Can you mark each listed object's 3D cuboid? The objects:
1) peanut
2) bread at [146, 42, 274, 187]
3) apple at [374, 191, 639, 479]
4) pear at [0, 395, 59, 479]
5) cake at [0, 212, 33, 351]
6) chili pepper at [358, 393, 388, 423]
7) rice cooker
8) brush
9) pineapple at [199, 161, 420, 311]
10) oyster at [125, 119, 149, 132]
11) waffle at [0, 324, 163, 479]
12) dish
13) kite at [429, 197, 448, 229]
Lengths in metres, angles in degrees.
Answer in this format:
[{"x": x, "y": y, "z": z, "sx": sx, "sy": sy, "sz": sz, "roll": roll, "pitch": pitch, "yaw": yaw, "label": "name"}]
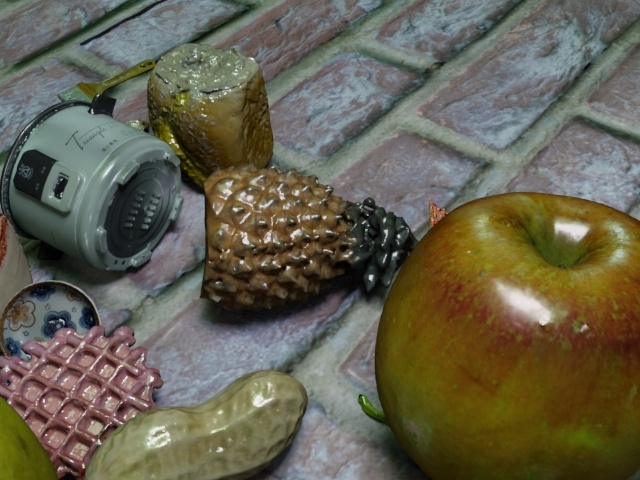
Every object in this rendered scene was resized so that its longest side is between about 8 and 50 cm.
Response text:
[{"x": -0.150, "y": 0.249, "z": 0.957, "sx": 0.299, "sy": 0.136, "sz": 0.120, "roll": -22, "pitch": 45, "yaw": -19, "label": "peanut"}, {"x": -0.200, "y": -0.212, "z": 1.339, "sx": 0.196, "sy": 0.246, "sz": 0.176, "roll": 20, "pitch": 48, "yaw": 25, "label": "bread"}, {"x": 0.252, "y": 0.132, "z": 0.925, "sx": 0.384, "sy": 0.374, "sz": 0.374, "roll": -20, "pitch": 46, "yaw": -37, "label": "apple"}, {"x": -0.429, "y": 0.302, "z": 0.783, "sx": 0.352, "sy": 0.351, "sz": 0.413, "roll": -21, "pitch": 52, "yaw": -18, "label": "pear"}, {"x": -0.559, "y": 0.088, "z": 1.120, "sx": 0.262, "sy": 0.158, "sz": 0.159, "roll": -15, "pitch": 46, "yaw": -9, "label": "cake"}, {"x": 0.085, "y": 0.229, "z": 1.048, "sx": 0.083, "sy": 0.017, "sz": 0.030, "roll": 25, "pitch": 50, "yaw": 26, "label": "chili pepper"}, {"x": -0.363, "y": -0.087, "z": 1.226, "sx": 0.227, "sy": 0.280, "sz": 0.241, "roll": 25, "pitch": 10, "yaw": 20, "label": "rice cooker"}, {"x": -0.436, "y": -0.331, "z": 1.628, "sx": 0.218, "sy": 0.010, "sz": 0.082, "roll": -34, "pitch": 53, "yaw": -27, "label": "brush"}, {"x": 0.000, "y": -0.001, "z": 1.170, "sx": 0.358, "sy": 0.222, "sz": 0.222, "roll": 2, "pitch": 44, "yaw": -11, "label": "pineapple"}, {"x": -0.362, "y": -0.206, "z": 1.497, "sx": 0.054, "sy": 0.019, "sz": 0.083, "roll": 29, "pitch": 55, "yaw": 29, "label": "oyster"}, {"x": -0.325, "y": 0.212, "z": 1.033, "sx": 0.234, "sy": 0.055, "sz": 0.221, "roll": -13, "pitch": 58, "yaw": -8, "label": "waffle"}, {"x": -0.385, "y": 0.130, "z": 1.135, "sx": 0.141, "sy": 0.078, "sz": 0.141, "roll": 1, "pitch": 83, "yaw": -7, "label": "dish"}, {"x": 0.221, "y": 0.014, "z": 1.263, "sx": 0.125, "sy": 0.008, "sz": 0.222, "roll": -35, "pitch": 54, "yaw": -28, "label": "kite"}]
